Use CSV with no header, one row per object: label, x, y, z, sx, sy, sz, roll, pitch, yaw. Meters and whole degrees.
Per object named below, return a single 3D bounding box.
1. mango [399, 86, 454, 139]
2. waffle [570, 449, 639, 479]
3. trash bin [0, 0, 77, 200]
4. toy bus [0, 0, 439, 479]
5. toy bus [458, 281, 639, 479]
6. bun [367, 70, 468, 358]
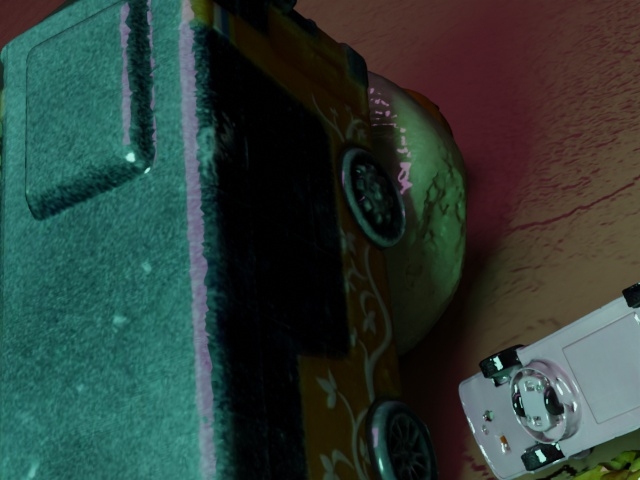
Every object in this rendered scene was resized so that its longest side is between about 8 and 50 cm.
mango,0.024,-0.049,1.009,0.163,0.089,0.111,-23,28,40
waffle,0.152,0.102,0.527,0.254,0.052,0.245,-30,-4,-17
trash bin,-0.324,-0.067,1.389,0.343,0.158,0.223,-35,24,11
toy bus,-0.060,0.028,0.719,0.162,0.194,0.323,-21,60,29
toy bus,0.145,0.053,0.620,0.090,0.063,0.203,-17,-12,-33
bun,0.003,-0.001,0.888,0.221,0.108,0.221,-19,56,30
